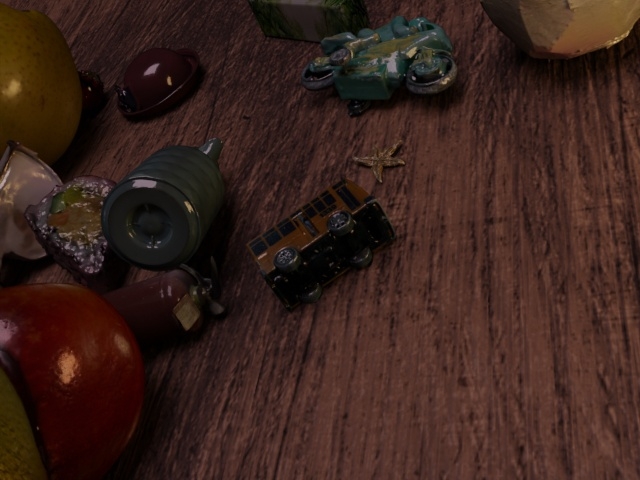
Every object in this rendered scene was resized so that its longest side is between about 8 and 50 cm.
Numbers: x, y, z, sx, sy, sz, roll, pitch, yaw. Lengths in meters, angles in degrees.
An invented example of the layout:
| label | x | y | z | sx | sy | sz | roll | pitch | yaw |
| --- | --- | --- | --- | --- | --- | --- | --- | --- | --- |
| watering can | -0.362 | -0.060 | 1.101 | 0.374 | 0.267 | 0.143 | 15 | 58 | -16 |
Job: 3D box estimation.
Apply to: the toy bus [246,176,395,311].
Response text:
| label | x | y | z | sx | sy | sz | roll | pitch | yaw |
| --- | --- | --- | --- | --- | --- | --- | --- | --- | --- |
| toy bus | 0.000 | 0.000 | 1.028 | 0.182 | 0.091 | 0.103 | -35 | 41 | -2 |

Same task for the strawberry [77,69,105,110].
| label | x | y | z | sx | sy | sz | roll | pitch | yaw |
| --- | --- | --- | --- | --- | --- | --- | --- | --- | --- |
| strawberry | -0.530 | -0.327 | 1.669 | 0.106 | 0.106 | 0.106 | -16 | 43 | 16 |

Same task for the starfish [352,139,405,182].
| label | x | y | z | sx | sy | sz | roll | pitch | yaw |
| --- | --- | --- | --- | --- | --- | --- | --- | --- | --- |
| starfish | 0.087 | -0.122 | 1.155 | 0.092 | 0.016 | 0.086 | 5 | 50 | 27 |

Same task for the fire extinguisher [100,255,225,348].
| label | x | y | z | sx | sy | sz | roll | pitch | yaw |
| --- | --- | --- | --- | --- | --- | --- | --- | --- | --- |
| fire extinguisher | -0.252 | 0.100 | 1.063 | 0.268 | 0.105 | 0.105 | -18 | 42 | 14 |

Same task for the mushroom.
| label | x | y | z | sx | sy | sz | roll | pitch | yaw |
| --- | --- | --- | --- | --- | --- | --- | --- | --- | --- |
| mushroom | -0.547 | -0.024 | 1.360 | 0.173 | 0.162 | 0.236 | -20 | 47 | 59 |

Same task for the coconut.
| label | x | y | z | sx | sy | sz | roll | pitch | yaw |
| --- | --- | --- | --- | --- | --- | --- | --- | --- | --- |
| coconut | 0.350 | -0.375 | 1.105 | 0.230 | 0.227 | 0.227 | -16 | 43 | 18 |

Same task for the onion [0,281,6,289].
| label | x | y | z | sx | sy | sz | roll | pitch | yaw |
| --- | --- | --- | --- | --- | --- | --- | --- | --- | --- |
| onion | -0.569 | 0.145 | 1.200 | 0.198 | 0.135 | 0.173 | -40 | 42 | 11 |

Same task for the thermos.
| label | x | y | z | sx | sy | sz | roll | pitch | yaw |
| --- | --- | --- | --- | --- | --- | --- | --- | --- | --- |
| thermos | -0.231 | -0.059 | 1.167 | 0.182 | 0.145 | 0.286 | -49 | 10 | 19 |

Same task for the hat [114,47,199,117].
| label | x | y | z | sx | sy | sz | roll | pitch | yaw |
| --- | --- | --- | --- | --- | --- | --- | --- | --- | --- |
| hat | -0.348 | -0.345 | 1.577 | 0.205 | 0.089 | 0.205 | -17 | 43 | 16 |

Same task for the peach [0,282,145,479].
| label | x | y | z | sx | sy | sz | roll | pitch | yaw |
| --- | --- | --- | --- | --- | --- | --- | --- | --- | --- |
| peach | -0.336 | 0.191 | 0.924 | 0.245 | 0.275 | 0.248 | -15 | -5 | -25 |

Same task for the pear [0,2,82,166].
| label | x | y | z | sx | sy | sz | roll | pitch | yaw |
| --- | --- | --- | --- | --- | --- | --- | --- | --- | --- |
| pear | -0.665 | -0.272 | 1.492 | 0.362 | 0.362 | 0.418 | 29 | 97 | 45 |

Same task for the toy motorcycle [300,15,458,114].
| label | x | y | z | sx | sy | sz | roll | pitch | yaw |
| --- | --- | --- | --- | --- | --- | --- | --- | --- | --- |
| toy motorcycle | 0.106 | -0.312 | 1.267 | 0.296 | 0.109 | 0.198 | 5 | 50 | 32 |

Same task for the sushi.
| label | x | y | z | sx | sy | sz | roll | pitch | yaw |
| --- | --- | --- | --- | --- | --- | --- | --- | --- | --- |
| sushi | -0.368 | -0.014 | 1.245 | 0.241 | 0.107 | 0.161 | 32 | 59 | 34 |

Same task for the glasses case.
| label | x | y | z | sx | sy | sz | roll | pitch | yaw |
| --- | --- | --- | --- | --- | --- | --- | --- | --- | --- |
| glasses case | -0.025 | -0.448 | 1.488 | 0.272 | 0.095 | 0.062 | 21 | 61 | 42 |
